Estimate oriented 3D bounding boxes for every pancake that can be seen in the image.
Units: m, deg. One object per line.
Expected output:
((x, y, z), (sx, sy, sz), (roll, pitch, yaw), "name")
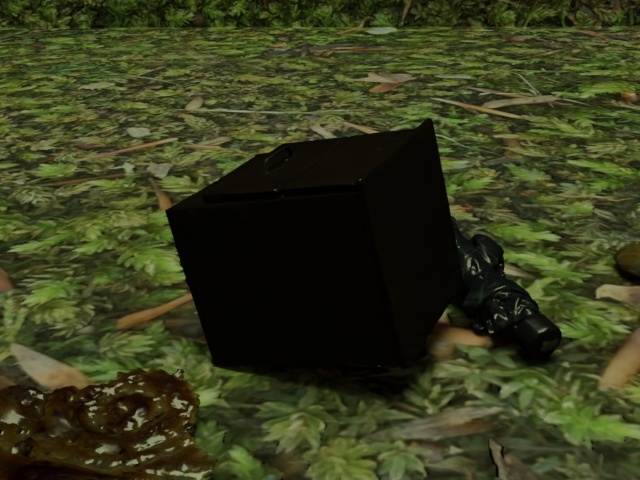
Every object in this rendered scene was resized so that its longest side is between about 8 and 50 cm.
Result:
((-0.205, 0.153, 0.598), (0.258, 0.056, 0.212), (-4, 25, -6), "pancake")

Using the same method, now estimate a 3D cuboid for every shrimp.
((0.410, 0.017, 0.903), (0.180, 0.041, 0.099), (-7, 11, -10), "shrimp")

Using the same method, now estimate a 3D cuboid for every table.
((0.000, 0.000, 0.740), (0.193, 0.172, 0.169), (-4, 21, 29), "table")

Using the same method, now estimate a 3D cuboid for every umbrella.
((0.164, 0.044, 0.818), (0.071, 0.080, 0.224), (26, 13, -34), "umbrella")
